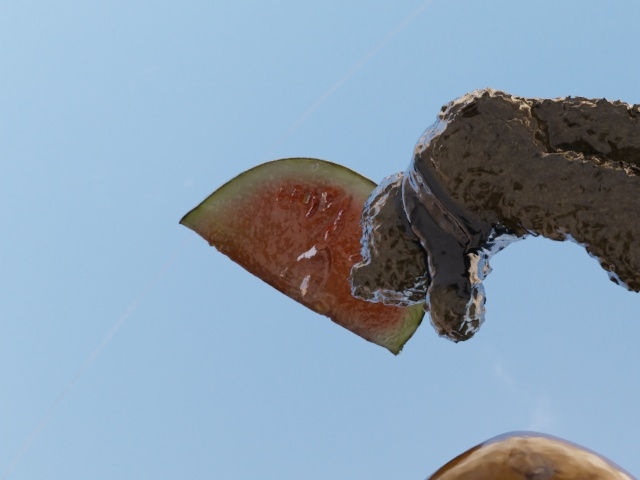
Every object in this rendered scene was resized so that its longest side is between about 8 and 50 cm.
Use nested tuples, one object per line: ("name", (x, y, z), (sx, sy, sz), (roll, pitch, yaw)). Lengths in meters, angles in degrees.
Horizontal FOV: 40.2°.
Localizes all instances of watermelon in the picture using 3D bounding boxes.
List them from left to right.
("watermelon", (-0.001, -0.013, 1.025), (0.159, 0.303, 0.128), (-58, -163, 3))

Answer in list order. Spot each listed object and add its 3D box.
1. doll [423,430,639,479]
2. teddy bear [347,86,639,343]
("doll", (0.163, 0.272, 0.647), (0.213, 0.213, 0.236), (1, -63, 25))
("teddy bear", (0.113, -0.034, 0.560), (0.251, 0.129, 0.182), (-20, -156, 40))
